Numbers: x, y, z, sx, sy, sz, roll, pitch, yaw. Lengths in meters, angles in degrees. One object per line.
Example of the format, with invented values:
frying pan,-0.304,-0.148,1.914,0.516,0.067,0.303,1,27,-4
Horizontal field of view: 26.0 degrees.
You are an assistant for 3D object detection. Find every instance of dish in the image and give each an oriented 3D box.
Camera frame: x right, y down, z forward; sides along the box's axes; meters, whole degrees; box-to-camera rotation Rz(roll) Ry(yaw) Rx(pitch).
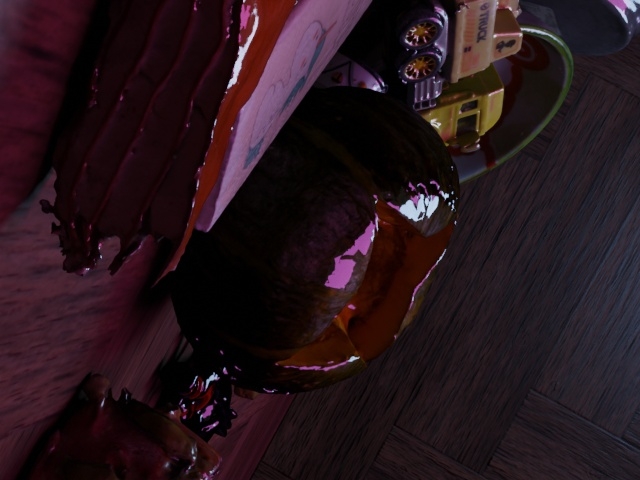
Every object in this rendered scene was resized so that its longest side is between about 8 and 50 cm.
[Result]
dish,0.145,-0.197,1.744,0.324,0.124,0.324,-18,150,-11

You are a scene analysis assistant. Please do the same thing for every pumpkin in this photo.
pumpkin,0.000,0.000,1.327,0.320,0.192,0.320,-39,151,-26

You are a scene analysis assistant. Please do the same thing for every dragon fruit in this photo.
dragon fruit,-0.201,0.236,1.253,0.211,0.147,0.282,-54,174,28

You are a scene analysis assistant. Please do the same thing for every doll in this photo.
doll,-0.144,0.178,1.649,0.127,0.088,0.249,-40,159,-13

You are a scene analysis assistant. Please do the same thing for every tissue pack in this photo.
tissue pack,-0.025,-0.170,1.073,0.325,0.071,0.170,-57,171,-37

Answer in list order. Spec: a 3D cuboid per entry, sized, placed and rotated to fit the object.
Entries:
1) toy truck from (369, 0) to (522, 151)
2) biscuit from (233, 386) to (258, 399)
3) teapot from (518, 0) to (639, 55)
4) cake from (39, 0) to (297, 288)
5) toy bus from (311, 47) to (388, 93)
toy truck,0.137,-0.211,1.469,0.272,0.157,0.124,87,-13,-56
biscuit,-0.046,0.057,1.752,0.197,0.049,0.302,39,68,-82
teapot,0.340,-0.431,1.752,0.362,0.305,0.376,-66,157,-10
cake,-0.087,-0.103,0.802,0.135,0.098,0.287,-31,145,-80
toy bus,0.013,-0.131,1.486,0.089,0.087,0.194,-53,171,-18
